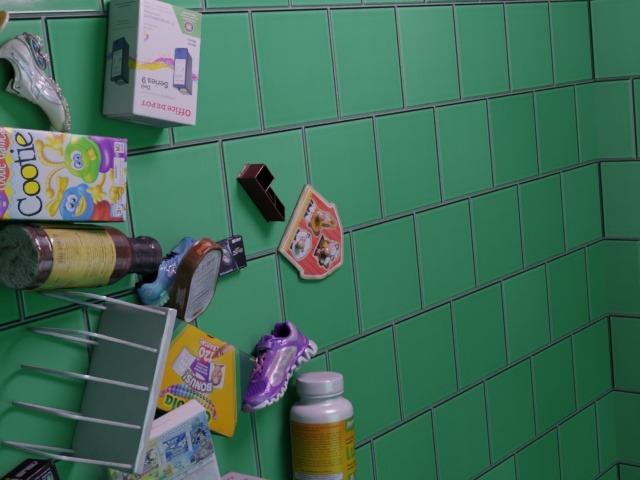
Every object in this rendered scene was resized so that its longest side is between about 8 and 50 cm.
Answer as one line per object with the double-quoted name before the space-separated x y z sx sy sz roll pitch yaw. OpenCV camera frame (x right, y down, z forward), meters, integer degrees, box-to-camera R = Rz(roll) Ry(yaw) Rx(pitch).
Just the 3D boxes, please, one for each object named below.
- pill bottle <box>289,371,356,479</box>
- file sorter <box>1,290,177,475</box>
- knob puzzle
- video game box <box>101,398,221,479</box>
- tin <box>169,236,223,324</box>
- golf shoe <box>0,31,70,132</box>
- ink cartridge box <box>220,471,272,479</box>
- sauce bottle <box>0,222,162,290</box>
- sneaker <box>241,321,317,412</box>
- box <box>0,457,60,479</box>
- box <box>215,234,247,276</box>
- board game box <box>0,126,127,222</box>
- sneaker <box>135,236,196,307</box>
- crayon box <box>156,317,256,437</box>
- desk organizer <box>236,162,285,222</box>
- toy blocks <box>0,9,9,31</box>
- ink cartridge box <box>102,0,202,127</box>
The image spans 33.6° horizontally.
"pill bottle" 0.004 0.410 2.257 0.136 0.136 0.246 -9 98 -49
"file sorter" -0.389 0.227 1.760 0.173 0.193 0.278 22 75 -44
"knob puzzle" 0.000 0.000 2.320 0.213 0.030 0.213 -2 93 -49
"video game box" -0.288 0.412 1.922 0.205 0.048 0.187 -26 127 -28
"tin" -0.230 0.078 1.964 0.106 0.040 0.190 -36 152 -43
"golf shoe" -0.476 -0.251 1.752 0.086 0.069 0.176 -30 112 -23
"ink cartridge box" -0.128 0.583 2.010 0.198 0.270 0.197 -22 107 -47
"sauce bottle" -0.392 0.027 1.778 0.344 0.111 0.111 2 90 -60
"sneaker" -0.104 0.252 2.170 0.236 0.095 0.104 -50 120 -42
"box" -0.504 0.509 1.694 0.270 0.060 0.216 -36 118 -56
"box" -0.186 0.031 2.115 0.083 0.018 0.067 -21 107 -47
"board game box" -0.462 -0.101 1.697 0.275 0.142 0.144 0 91 -49
"sneaker" -0.285 0.049 1.970 0.073 0.063 0.162 55 53 -31
"crayon box" -0.257 0.251 1.992 0.278 0.081 0.165 34 66 -45
"desk organizer" -0.111 -0.097 2.172 0.130 0.050 0.047 56 52 -34
"toy blocks" -0.568 -0.349 1.634 0.148 0.054 0.123 41 61 -42
"ink cartridge box" -0.302 -0.318 1.913 0.154 0.093 0.212 6 88 -50
